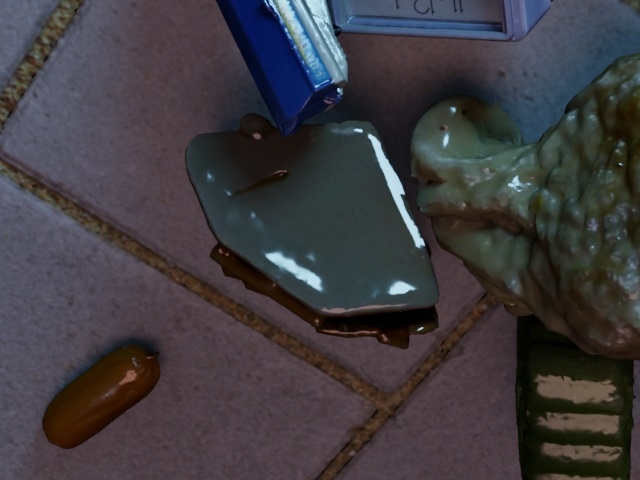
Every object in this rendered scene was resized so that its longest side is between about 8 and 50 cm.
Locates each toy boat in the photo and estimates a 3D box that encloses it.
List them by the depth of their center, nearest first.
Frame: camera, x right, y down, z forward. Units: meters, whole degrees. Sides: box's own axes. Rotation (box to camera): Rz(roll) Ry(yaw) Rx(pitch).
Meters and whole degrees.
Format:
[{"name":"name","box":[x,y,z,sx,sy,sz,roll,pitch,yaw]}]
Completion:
[{"name":"toy boat","box":[-0.061,-0.241,1.409,0.088,0.129,0.295,-26,86,-6]}]

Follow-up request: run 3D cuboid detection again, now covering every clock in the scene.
[{"name":"clock","box":[0.089,-0.245,1.412,0.193,0.073,0.145,6,124,26]}]

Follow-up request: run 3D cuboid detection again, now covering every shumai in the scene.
[{"name":"shumai","box":[0.203,-0.025,1.445,0.262,0.314,0.267,1,133,11]}]

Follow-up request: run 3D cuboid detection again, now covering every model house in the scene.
[{"name":"model house","box":[0.000,0.000,1.544,0.199,0.220,0.229,-11,165,3]}]

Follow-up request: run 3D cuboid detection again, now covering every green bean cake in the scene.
[{"name":"green bean cake","box":[0.242,0.151,1.600,0.113,0.200,0.214,0,122,7]}]

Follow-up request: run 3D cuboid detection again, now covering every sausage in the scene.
[{"name":"sausage","box":[-0.233,0.164,1.747,0.183,0.054,0.062,-35,84,27]}]
